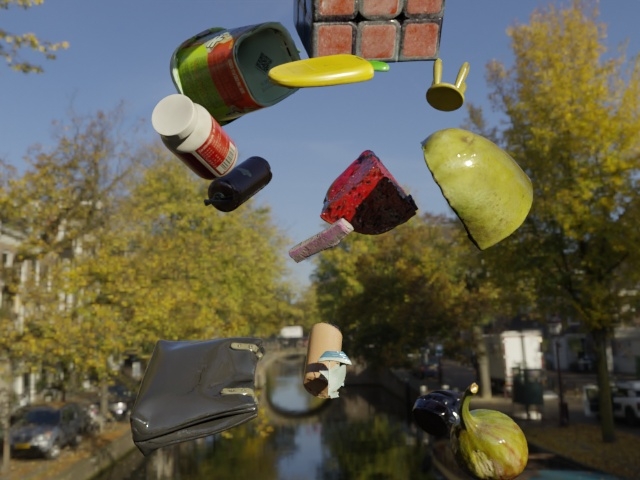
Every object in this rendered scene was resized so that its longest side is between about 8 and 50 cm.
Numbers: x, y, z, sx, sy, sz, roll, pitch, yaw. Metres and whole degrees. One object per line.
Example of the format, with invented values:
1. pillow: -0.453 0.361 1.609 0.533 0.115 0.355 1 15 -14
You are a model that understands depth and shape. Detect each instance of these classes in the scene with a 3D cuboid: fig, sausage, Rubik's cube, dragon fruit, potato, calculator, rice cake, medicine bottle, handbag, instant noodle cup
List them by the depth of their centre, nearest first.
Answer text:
1. fig: 0.294 0.350 1.247 0.149 0.149 0.245 -7 -49 32
2. calculator: 0.016 -0.322 1.276 0.235 0.032 0.146 -13 29 -16
3. Rubik's cube: 0.102 -0.592 1.525 0.304 0.305 0.301 -3 35 -10
4. handbag: -0.278 0.349 1.619 0.288 0.152 0.342 -11 30 8
5. medicine bottle: -0.301 -0.247 1.630 0.131 0.131 0.250 -4 -19 15
6. rice cake: 0.000 0.000 1.656 0.207 0.036 0.047 -28 -59 38
7. potato: 0.425 -0.199 1.838 0.213 0.330 0.280 -30 -43 19
8. instant noodle cup: -0.220 -0.470 1.867 0.294 0.294 0.308 4 0 -39
9. dragon fruit: 0.170 -0.189 2.153 0.302 0.330 0.240 16 -48 -10
10. sausage: 0.008 0.419 2.332 0.123 0.253 0.123 4 -46 4

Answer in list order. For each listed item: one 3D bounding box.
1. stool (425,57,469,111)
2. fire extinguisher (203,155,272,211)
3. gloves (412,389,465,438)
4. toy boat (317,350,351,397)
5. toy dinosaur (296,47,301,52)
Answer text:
1. stool: 0.368 -0.447 1.938 0.135 0.110 0.134 35 -34 -27
2. fire extinguisher: -0.264 -0.173 2.159 0.135 0.114 0.337 -9 20 26
3. gloves: 0.347 0.463 1.847 0.164 0.124 0.203 30 30 15
4. toy boat: 0.052 0.420 2.147 0.105 0.149 0.034 -21 -15 7
5. toy dinosaur: -0.190 -0.565 2.117 0.292 0.079 0.120 -25 21 -8
